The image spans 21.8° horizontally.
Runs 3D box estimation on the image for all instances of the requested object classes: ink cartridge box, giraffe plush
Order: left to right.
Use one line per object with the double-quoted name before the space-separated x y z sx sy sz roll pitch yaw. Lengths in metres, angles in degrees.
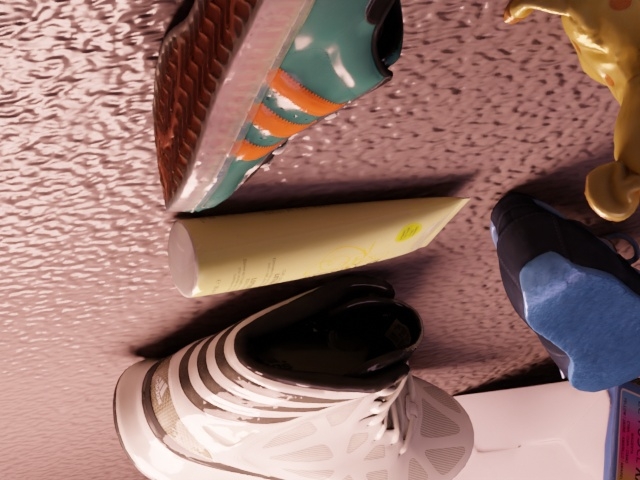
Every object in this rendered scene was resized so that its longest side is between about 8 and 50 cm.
"ink cartridge box" 0.365 0.292 1.954 0.395 0.151 0.270 23 156 -36
"giraffe plush" 0.231 -0.097 1.052 0.210 0.170 0.181 9 150 -45

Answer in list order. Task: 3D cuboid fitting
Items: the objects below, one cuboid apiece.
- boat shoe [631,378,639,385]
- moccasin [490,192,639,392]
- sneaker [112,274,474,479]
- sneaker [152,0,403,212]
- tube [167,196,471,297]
"boat shoe" 0.491 0.146 1.964 0.302 0.109 0.094 -19 126 20
"moccasin" 0.244 0.040 1.502 0.138 0.116 0.342 -29 152 6
"sneaker" 0.050 0.160 1.599 0.448 0.169 0.257 11 150 -43
"sneaker" -0.017 -0.103 0.975 0.121 0.108 0.302 0 154 -21
"tube" 0.000 0.000 1.323 0.240 0.062 0.070 -8 -161 -27
